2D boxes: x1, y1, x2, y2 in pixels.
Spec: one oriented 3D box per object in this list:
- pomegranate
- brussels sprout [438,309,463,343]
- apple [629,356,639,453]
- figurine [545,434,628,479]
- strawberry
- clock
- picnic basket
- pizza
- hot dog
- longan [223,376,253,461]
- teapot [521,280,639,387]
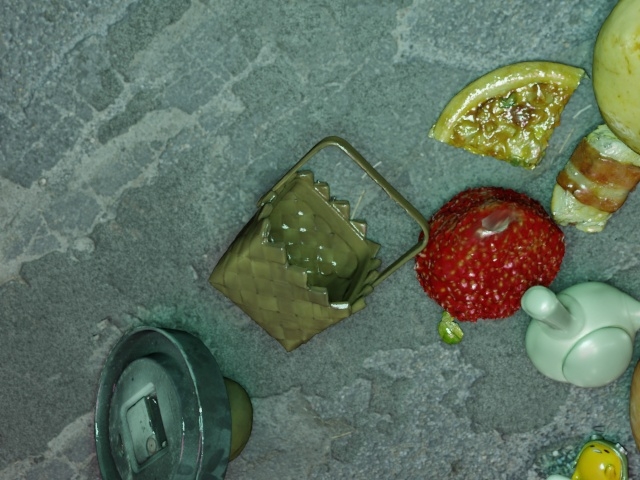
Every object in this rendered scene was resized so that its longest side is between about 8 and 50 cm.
[{"bbox_3d":[0.583,-0.279,1.399,0.342,0.342,0.343,2,110,6],"label":"pomegranate"},{"bbox_3d":[0.251,0.156,1.716,0.051,0.046,0.083,8,100,8],"label":"brussels sprout"},{"bbox_3d":[0.727,0.314,1.563,0.363,0.364,0.364,2,110,6],"label":"apple"},{"bbox_3d":[0.565,0.479,1.773,0.250,0.166,0.141,42,72,-33],"label":"figurine"},{"bbox_3d":[0.292,0.029,1.560,0.261,0.258,0.261,-1,108,-4],"label":"strawberry"},{"bbox_3d":[-0.306,0.352,1.701,0.076,0.386,0.386,6,118,-42],"label":"clock"},{"bbox_3d":[0.000,0.000,1.554,0.254,0.291,0.321,45,117,-10],"label":"picnic basket"},{"bbox_3d":[0.335,-0.205,1.567,0.292,0.058,0.197,-18,107,12],"label":"pizza"},{"bbox_3d":[0.484,-0.112,1.566,0.146,0.103,0.213,22,121,-24],"label":"hot dog"},{"bbox_3d":[-0.216,0.357,1.775,0.189,0.189,0.189,2,110,6],"label":"longan"},{"bbox_3d":[0.434,0.166,1.585,0.318,0.149,0.220,8,120,-27],"label":"teapot"}]
